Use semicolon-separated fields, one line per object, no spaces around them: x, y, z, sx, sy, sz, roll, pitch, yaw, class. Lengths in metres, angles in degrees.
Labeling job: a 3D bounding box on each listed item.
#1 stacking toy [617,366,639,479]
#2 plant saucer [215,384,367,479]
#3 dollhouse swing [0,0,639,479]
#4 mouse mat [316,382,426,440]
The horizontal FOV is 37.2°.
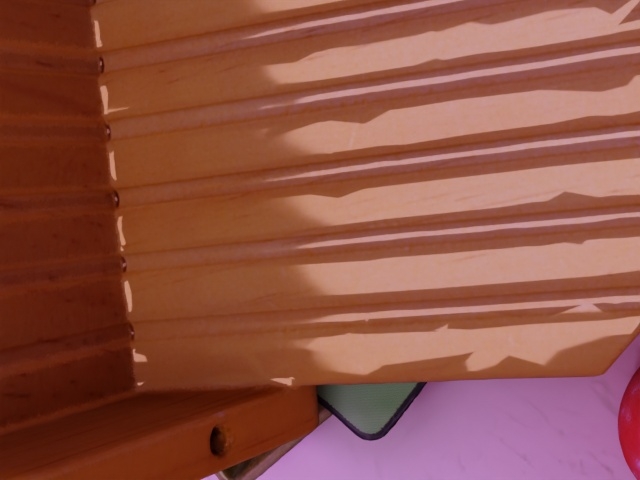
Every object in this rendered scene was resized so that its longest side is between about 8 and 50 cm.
0.285;0.152;0.417;0.330;0.141;0.141;29;105;21;stacking toy
-0.038;0.022;0.579;0.188;0.045;0.188;-43;78;20;plant saucer
-0.048;-0.062;0.404;0.304;0.315;0.347;-4;92;35;dollhouse swing
0.000;0.000;0.532;0.189;0.007;0.153;39;107;14;mouse mat
